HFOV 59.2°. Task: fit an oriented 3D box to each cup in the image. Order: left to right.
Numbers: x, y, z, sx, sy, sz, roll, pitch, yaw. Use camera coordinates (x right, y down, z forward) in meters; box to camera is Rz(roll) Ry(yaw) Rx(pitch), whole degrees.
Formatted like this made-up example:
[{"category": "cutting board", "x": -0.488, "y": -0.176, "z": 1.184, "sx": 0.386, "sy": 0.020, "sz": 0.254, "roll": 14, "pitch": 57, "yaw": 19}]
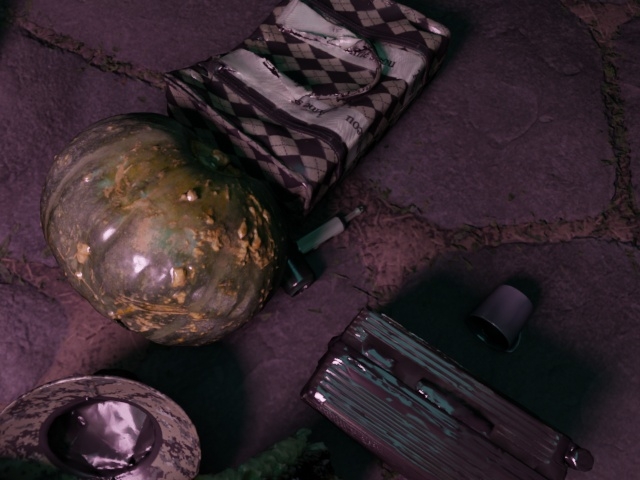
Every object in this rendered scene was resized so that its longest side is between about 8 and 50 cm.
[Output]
[{"category": "cup", "x": 0.292, "y": 0.129, "z": 0.893, "sx": 0.077, "sy": 0.078, "sz": 0.100, "roll": -43, "pitch": 114, "yaw": -20}]

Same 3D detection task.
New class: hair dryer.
[{"category": "hair dryer", "x": 0.000, "y": 0.000, "z": 0.919, "sx": 0.197, "sy": 0.057, "sz": 0.100, "roll": -35, "pitch": 80, "yaw": -20}]

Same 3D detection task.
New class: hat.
[{"category": "hat", "x": -0.287, "y": 0.253, "z": 0.759, "sx": 0.265, "sy": 0.128, "sz": 0.266, "roll": -1, "pitch": 113, "yaw": -3}]

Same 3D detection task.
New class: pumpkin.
[{"category": "pumpkin", "x": -0.207, "y": -0.011, "z": 0.776, "sx": 0.327, "sy": 0.291, "sz": 0.257, "roll": 43, "pitch": 104, "yaw": 23}]

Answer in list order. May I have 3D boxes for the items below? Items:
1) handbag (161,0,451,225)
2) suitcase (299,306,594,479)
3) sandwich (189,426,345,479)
[{"category": "handbag", "x": -0.021, "y": -0.270, "z": 0.939, "sx": 0.316, "sy": 0.180, "sz": 0.416, "roll": 37, "pitch": 66, "yaw": 10}, {"category": "suitcase", "x": 0.139, "y": 0.248, "z": 0.753, "sx": 0.335, "sy": 0.230, "sz": 0.152, "roll": 33, "pitch": 72, "yaw": 5}, {"category": "sandwich", "x": -0.105, "y": 0.349, "z": 0.673, "sx": 0.262, "sy": 0.325, "sz": 0.131, "roll": -42, "pitch": 67, "yaw": 19}]
